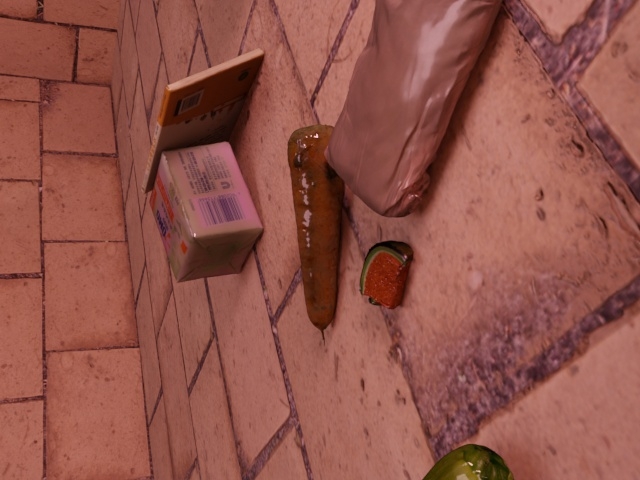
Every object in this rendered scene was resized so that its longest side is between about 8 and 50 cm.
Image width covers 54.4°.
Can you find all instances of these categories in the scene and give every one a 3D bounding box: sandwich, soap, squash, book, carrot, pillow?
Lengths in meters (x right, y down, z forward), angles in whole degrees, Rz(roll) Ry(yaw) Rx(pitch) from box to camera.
[{"bbox_3d":[0.073,0.039,0.691,0.069,0.026,0.101,55,141,45],"label":"sandwich"},{"bbox_3d":[-0.218,-0.049,1.154,0.199,0.138,0.182,66,149,21],"label":"soap"},{"bbox_3d":[0.100,0.280,0.568,0.082,0.082,0.292,-116,37,-43],"label":"squash"},{"bbox_3d":[-0.220,-0.211,1.135,0.020,0.208,0.295,48,143,8],"label":"book"},{"bbox_3d":[0.000,0.000,0.811,0.078,0.078,0.298,-161,67,-64],"label":"carrot"},{"bbox_3d":[0.079,-0.157,0.626,0.173,0.067,0.270,54,138,43],"label":"pillow"}]
